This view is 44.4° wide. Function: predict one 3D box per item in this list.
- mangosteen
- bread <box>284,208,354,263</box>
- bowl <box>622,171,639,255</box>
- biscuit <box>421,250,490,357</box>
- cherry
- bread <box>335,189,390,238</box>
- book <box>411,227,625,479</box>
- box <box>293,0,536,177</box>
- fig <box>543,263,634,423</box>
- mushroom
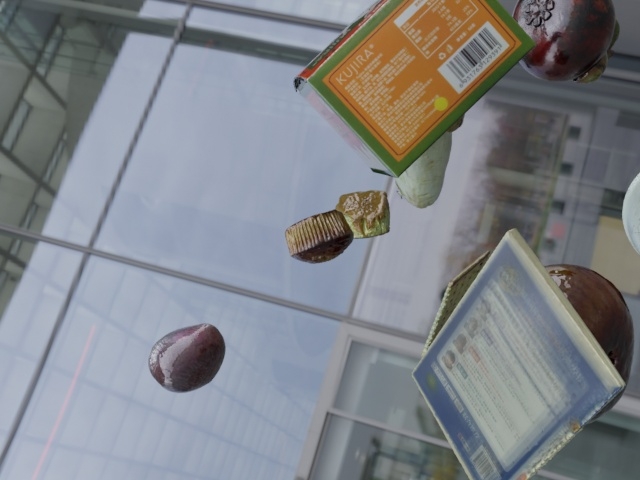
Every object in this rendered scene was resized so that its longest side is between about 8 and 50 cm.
[{"bbox_3d":[0.408,-0.343,1.287,0.200,0.200,0.200,14,-90,-76],"label":"mangosteen"},{"bbox_3d":[0.000,0.000,0.966,0.085,0.085,0.053,36,-147,-75],"label":"bread"},{"bbox_3d":[0.729,-0.009,1.501,0.146,0.313,0.313,-46,-32,-46],"label":"bowl"},{"bbox_3d":[0.262,0.129,1.532,0.139,0.016,0.231,-34,-30,-36],"label":"biscuit"},{"bbox_3d":[-0.287,0.258,1.727,0.176,0.176,0.140,37,-151,-75],"label":"cherry"},{"bbox_3d":[0.097,-0.061,1.816,0.140,0.128,0.069,-81,-19,-56],"label":"bread"},{"bbox_3d":[0.228,0.173,0.984,0.018,0.228,0.322,-9,-36,-29],"label":"book"},{"bbox_3d":[0.090,-0.187,0.847,0.195,0.148,0.177,-44,8,2],"label":"box"},{"bbox_3d":[0.327,0.150,1.104,0.235,0.214,0.235,27,-122,-54],"label":"fig"},{"bbox_3d":[0.151,-0.139,1.174,0.100,0.081,0.312,61,171,19],"label":"mushroom"}]
